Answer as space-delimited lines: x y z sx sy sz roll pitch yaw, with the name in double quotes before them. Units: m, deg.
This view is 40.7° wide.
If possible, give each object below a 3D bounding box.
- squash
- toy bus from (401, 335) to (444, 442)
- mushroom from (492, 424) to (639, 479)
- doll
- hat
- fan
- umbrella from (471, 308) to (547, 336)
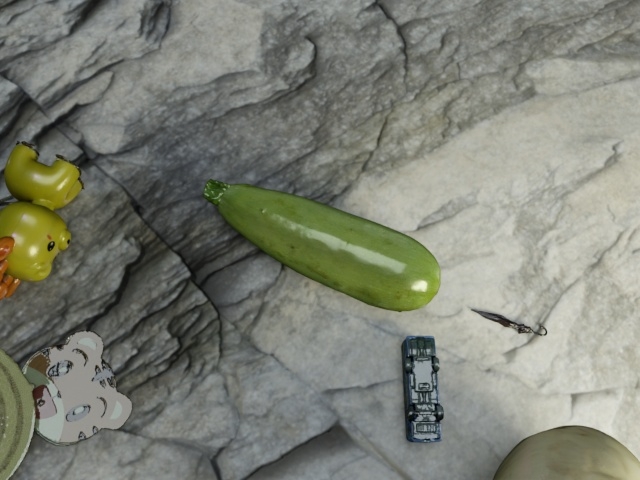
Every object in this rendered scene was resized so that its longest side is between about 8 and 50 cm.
"squash" -0.001 0.004 1.264 0.370 0.118 0.118 21 71 3
"toy bus" 0.145 0.215 1.241 0.051 0.061 0.153 0 71 -5
"mushroom" 0.289 0.410 1.059 0.353 0.325 0.353 -1 99 -9
"doll" -0.417 -0.021 1.212 0.135 0.143 0.221 18 64 -3
"hat" -0.508 0.229 1.124 0.252 0.110 0.252 1 71 -2
"fan" -0.388 0.228 1.199 0.226 0.008 0.153 -23 77 -13
"umbrella" 0.286 0.126 1.310 0.122 0.013 0.022 15 60 -1
